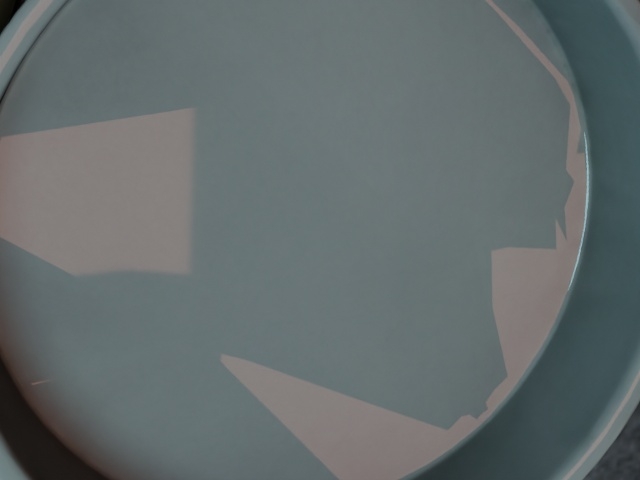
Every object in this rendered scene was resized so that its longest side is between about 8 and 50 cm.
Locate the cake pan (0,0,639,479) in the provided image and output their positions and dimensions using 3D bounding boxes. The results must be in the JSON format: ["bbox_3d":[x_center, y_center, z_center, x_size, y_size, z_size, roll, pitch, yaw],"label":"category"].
[{"bbox_3d":[0.000,0.000,0.599,0.293,0.054,0.293,-5,107,-18],"label":"cake pan"}]

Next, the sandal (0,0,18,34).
[{"bbox_3d":[-0.132,-0.123,0.518,0.079,0.088,0.240,22,91,3],"label":"sandal"}]
